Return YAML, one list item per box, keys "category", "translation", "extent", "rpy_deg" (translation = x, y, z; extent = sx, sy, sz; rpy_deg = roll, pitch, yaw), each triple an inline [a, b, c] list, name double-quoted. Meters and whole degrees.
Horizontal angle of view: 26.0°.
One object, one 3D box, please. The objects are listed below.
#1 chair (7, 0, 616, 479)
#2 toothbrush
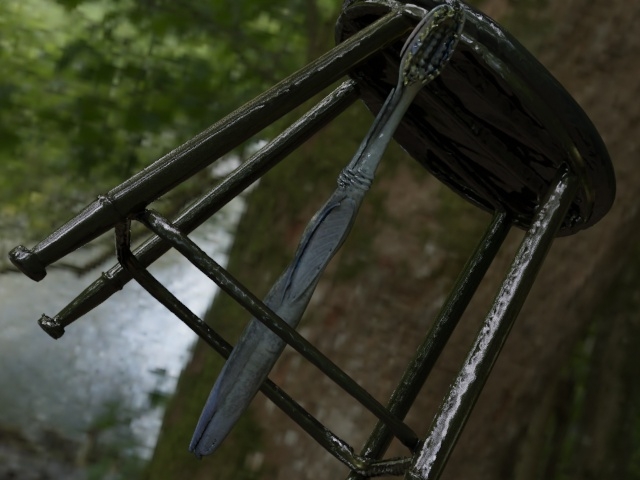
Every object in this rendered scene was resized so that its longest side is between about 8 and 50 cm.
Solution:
- category: "chair"
  translation: [0.020, 0.017, 1.199]
  extent: [0.364, 0.410, 0.362]
  rpy_deg: [42, -14, 2]
- category: "toothbrush"
  translation: [0.000, 0.000, 1.060]
  extent: [0.035, 0.413, 0.042]
  rpy_deg: [29, 15, -1]
